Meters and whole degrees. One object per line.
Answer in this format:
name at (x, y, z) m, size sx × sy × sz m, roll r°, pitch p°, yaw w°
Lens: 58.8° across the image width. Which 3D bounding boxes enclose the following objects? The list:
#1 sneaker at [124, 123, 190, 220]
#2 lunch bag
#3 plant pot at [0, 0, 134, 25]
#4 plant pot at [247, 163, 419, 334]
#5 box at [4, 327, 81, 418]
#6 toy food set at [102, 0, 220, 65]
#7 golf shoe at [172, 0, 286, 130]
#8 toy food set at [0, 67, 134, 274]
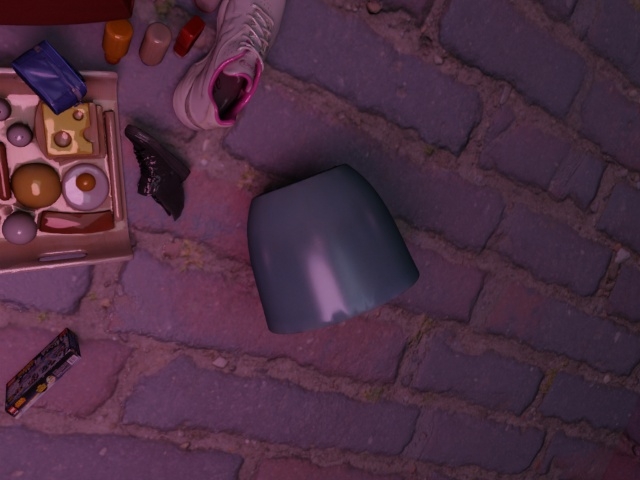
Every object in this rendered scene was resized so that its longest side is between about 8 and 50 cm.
sneaker at (-0.282, -0.112, 0.961) m, size 0.089 × 0.051 × 0.170 m, roll -56°, pitch 139°, yaw -9°
lunch bag at (-0.377, -0.230, 0.809) m, size 0.065 × 0.067 × 0.098 m, roll -46°, pitch 112°, yaw -15°
plant pot at (-0.350, -0.402, 0.697) m, size 0.236 × 0.267 × 0.267 m, roll 7°, pitch 99°, yaw -15°
plant pot at (0.000, 0.000, 1.026) m, size 0.293 × 0.293 × 0.235 m, roll -24°, pitch 98°, yaw -20°
box at (-0.464, 0.219, 0.950) m, size 0.137 × 0.094 × 0.027 m, roll -45°, pitch 119°, yaw -10°
toy food set at (-0.244, -0.361, 0.915) m, size 0.111 × 0.104 × 0.232 m, roll 38°, pitch 67°, yaw -17°
golf shoe at (-0.124, -0.312, 0.941) m, size 0.115 × 0.140 × 0.306 m, roll 26°, pitch 91°, yaw -40°
toy food set at (-0.415, -0.107, 0.881) m, size 0.220 × 0.092 × 0.306 m, roll -7°, pitch 107°, yaw -25°
